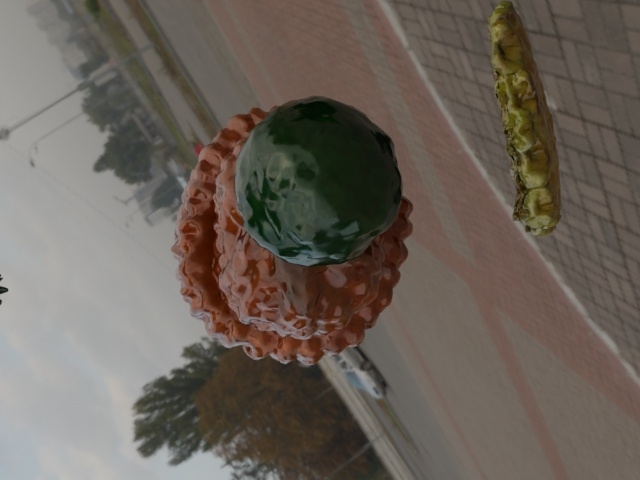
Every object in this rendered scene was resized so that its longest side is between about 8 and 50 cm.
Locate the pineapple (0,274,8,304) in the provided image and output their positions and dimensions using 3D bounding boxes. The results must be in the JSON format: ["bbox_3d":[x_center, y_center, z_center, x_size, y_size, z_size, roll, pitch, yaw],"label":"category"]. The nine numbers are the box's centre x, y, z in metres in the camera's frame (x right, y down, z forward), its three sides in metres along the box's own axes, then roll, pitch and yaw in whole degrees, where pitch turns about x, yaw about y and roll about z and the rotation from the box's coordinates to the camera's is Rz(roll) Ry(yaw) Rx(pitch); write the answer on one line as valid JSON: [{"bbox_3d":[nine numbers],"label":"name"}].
[{"bbox_3d":[-0.543,0.027,1.067,0.221,0.103,0.083,45,179,31],"label":"pineapple"}]

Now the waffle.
[{"bbox_3d":[0.216,-0.123,0.761,0.254,0.052,0.245,-20,-81,-69],"label":"waffle"}]

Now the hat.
[{"bbox_3d":[0.000,0.000,0.704,0.285,0.285,0.400,57,169,-11],"label":"hat"}]
